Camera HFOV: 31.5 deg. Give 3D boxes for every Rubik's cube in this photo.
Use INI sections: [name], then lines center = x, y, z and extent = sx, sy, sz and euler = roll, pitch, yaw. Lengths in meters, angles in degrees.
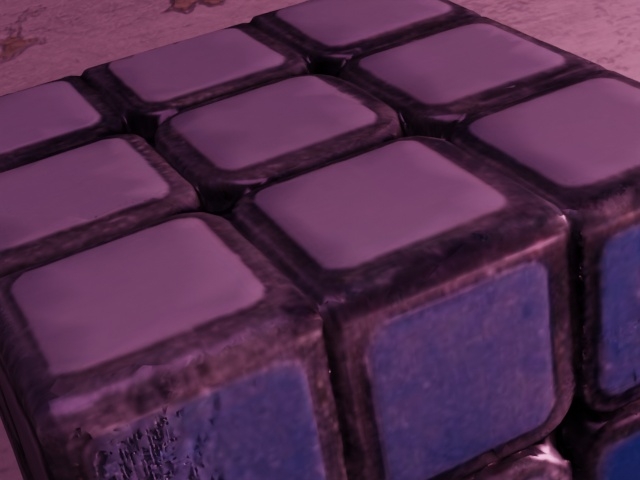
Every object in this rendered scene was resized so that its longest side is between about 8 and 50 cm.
[Rubik's cube]
center = -0.001, 0.073, 0.565
extent = 0.301, 0.305, 0.304
euler = -19, 30, -19
